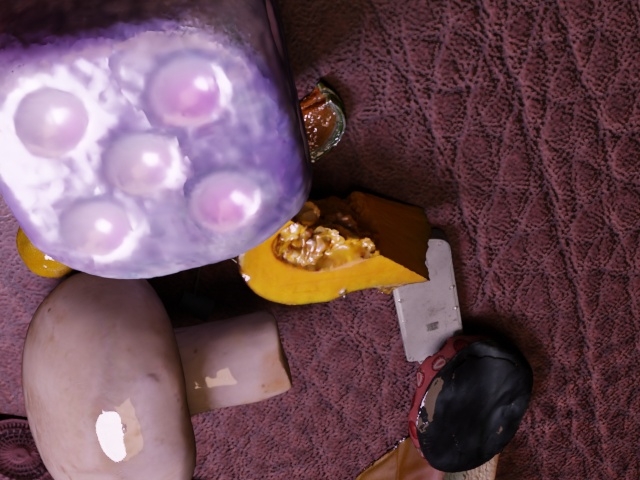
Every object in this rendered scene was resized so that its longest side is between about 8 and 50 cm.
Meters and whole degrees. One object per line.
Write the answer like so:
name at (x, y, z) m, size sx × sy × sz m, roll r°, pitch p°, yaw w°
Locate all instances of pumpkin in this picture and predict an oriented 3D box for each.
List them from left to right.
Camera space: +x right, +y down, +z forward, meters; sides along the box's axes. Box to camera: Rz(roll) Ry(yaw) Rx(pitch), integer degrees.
pumpkin at (0.003, 0.004, 1.334) m, size 0.248 × 0.131 × 0.126 m, roll 21°, pitch 123°, yaw -25°

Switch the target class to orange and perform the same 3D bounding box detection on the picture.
orange at (-0.294, -0.003, 1.319) m, size 0.095 × 0.085 × 0.085 m, roll -36°, pitch 124°, yaw 23°

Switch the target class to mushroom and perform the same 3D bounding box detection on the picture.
mushroom at (-0.191, 0.159, 1.357) m, size 0.290 × 0.292 × 0.292 m, roll -12°, pitch 132°, yaw -25°

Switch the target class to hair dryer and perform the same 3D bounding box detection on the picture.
hair dryer at (-0.319, 0.367, 1.594) m, size 0.352 × 0.125 × 0.210 m, roll 10°, pitch 127°, yaw -24°

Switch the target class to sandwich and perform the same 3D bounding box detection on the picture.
sandwich at (-0.008, -0.123, 1.302) m, size 0.069 × 0.026 × 0.101 m, roll 33°, pitch 118°, yaw -31°
sandwich at (0.160, 0.362, 1.606) m, size 0.108 × 0.186 × 0.220 m, roll 34°, pitch 116°, yaw -32°

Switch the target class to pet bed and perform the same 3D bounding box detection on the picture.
pet bed at (0.195, 0.211, 1.524) m, size 0.201 × 0.053 × 0.201 m, roll -13°, pitch 116°, yaw -29°

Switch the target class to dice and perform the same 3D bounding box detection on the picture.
dice at (-0.162, -0.146, 1.105) m, size 0.270 × 0.270 × 0.271 m, roll -12°, pitch 129°, yaw 3°

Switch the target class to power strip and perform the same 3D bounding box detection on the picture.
power strip at (0.132, 0.075, 1.475) m, size 0.080 × 0.029 × 0.227 m, roll -14°, pitch 128°, yaw -1°

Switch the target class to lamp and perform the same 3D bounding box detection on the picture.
lamp at (-0.139, 0.045, 1.412) m, size 0.054 × 0.041 × 0.121 m, roll 24°, pitch 125°, yaw -14°
